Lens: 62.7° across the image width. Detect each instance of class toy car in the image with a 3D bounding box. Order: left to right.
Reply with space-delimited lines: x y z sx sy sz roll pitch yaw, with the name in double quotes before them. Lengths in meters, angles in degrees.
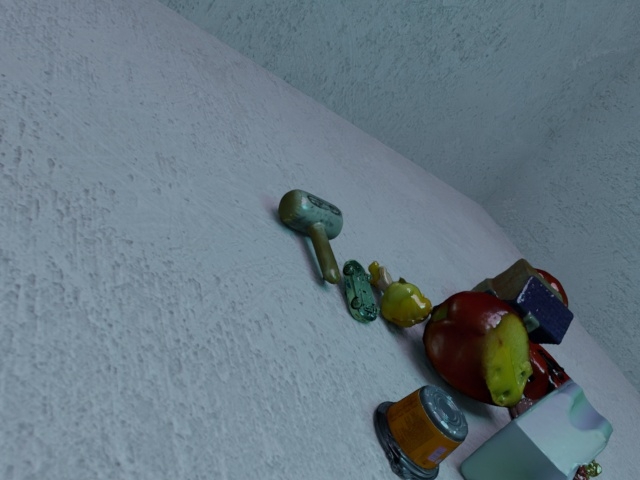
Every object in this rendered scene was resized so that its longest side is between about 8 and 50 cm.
"toy car" 0.100 0.135 1.394 0.093 0.058 0.186 24 41 -38

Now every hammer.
"hammer" 0.000 0.000 1.423 0.202 0.113 0.305 20 37 -38

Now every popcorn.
"popcorn" 0.756 0.640 1.532 0.097 0.089 0.109 35 24 -52

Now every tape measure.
"tape measure" 0.745 0.451 1.803 0.253 0.114 0.260 11 38 -52

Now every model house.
"model house" 0.620 0.253 1.698 0.245 0.312 0.280 46 21 -7

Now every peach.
"peach" 0.439 0.300 1.396 0.338 0.281 0.281 43 23 0

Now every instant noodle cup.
"instant noodle cup" 0.215 0.375 1.068 0.178 0.125 0.208 38 23 -10

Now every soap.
"soap" 0.537 0.471 1.245 0.446 0.261 0.156 7 39 -53

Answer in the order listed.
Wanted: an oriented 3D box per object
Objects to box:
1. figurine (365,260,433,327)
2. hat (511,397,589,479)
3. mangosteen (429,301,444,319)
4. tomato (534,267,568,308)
"figurine" 0.209 0.152 1.477 0.246 0.131 0.156 46 -22 49
"hat" 0.672 0.558 1.483 0.237 0.107 0.286 8 33 -3
"mangosteen" 0.385 0.244 1.598 0.140 0.140 0.140 35 24 -18
"tomato" 0.825 0.255 2.110 0.299 0.298 0.226 43 -10 0
